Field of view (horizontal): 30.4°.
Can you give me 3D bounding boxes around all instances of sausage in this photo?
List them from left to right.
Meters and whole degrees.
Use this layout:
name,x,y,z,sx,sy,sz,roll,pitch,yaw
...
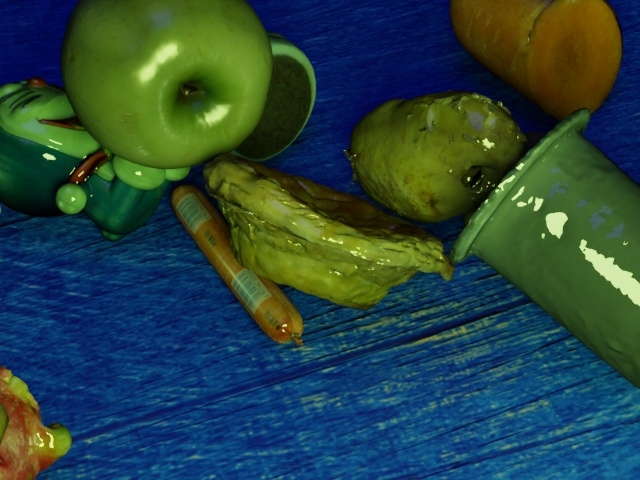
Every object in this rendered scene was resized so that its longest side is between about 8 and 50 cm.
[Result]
name,x,y,z,sx,sy,sz,roll,pitch,yaw
sausage,-0.117,0.027,1.579,0.053,0.053,0.348,-26,49,-18

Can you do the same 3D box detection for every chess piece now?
name,x,y,z,sx,sy,sz,roll,pitch,yaw
chess piece,-0.167,-0.252,1.777,0.195,0.194,0.299,-35,44,-24

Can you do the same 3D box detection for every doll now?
name,x,y,z,sx,sy,sz,roll,pitch,yaw
doll,-0.356,-0.110,1.647,0.322,0.186,0.198,30,22,19

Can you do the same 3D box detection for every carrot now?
name,x,y,z,sx,sy,sz,roll,pitch,yaw
carrot,0.302,-0.350,1.790,0.193,0.214,0.331,-24,46,-18

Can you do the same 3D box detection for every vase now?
name,x,y,z,sx,sy,sz,roll,pitch,yaw
vase,0.333,0.025,1.385,0.291,0.245,0.245,44,62,14

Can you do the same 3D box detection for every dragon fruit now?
name,x,y,z,sx,sy,sz,roll,pitch,yaw
dragon fruit,-0.434,0.275,1.286,0.227,0.243,0.307,41,99,11

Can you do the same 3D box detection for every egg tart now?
name,x,y,z,sx,sy,sz,roll,pitch,yaw
egg tart,-0.004,-0.001,1.479,0.341,0.341,0.129,25,95,26

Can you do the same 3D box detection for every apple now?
name,x,y,z,sx,sy,sz,roll,pitch,yaw
apple,-0.202,-0.228,1.506,0.279,0.279,0.279,-3,46,3

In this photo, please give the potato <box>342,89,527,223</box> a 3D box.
name,x,y,z,sx,sy,sz,roll,pitch,yaw
potato,0.146,-0.109,1.549,0.140,0.172,0.300,-20,8,-34

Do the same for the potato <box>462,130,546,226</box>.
name,x,y,z,sx,sy,sz,roll,pitch,yaw
potato,0.285,-0.085,1.605,0.182,0.117,0.202,21,53,27
